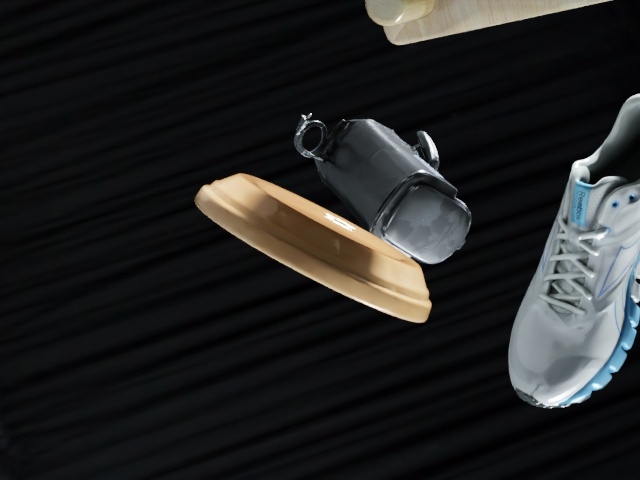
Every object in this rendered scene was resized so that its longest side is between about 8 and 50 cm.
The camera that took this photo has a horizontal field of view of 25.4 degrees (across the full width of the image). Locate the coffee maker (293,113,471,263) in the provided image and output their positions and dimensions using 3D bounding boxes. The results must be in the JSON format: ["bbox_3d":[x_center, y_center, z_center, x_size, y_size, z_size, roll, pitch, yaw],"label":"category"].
[{"bbox_3d":[0.069,-0.060,1.663,0.178,0.171,0.120,-129,-131,-57],"label":"coffee maker"}]

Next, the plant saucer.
[{"bbox_3d":[0.000,0.000,1.081,0.037,0.200,0.200,-62,-159,6],"label":"plant saucer"}]

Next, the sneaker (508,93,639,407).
[{"bbox_3d":[0.151,0.001,0.797,0.071,0.191,0.083,21,-10,39],"label":"sneaker"}]

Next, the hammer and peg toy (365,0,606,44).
[{"bbox_3d":[0.125,-0.338,1.013,0.265,0.127,0.361,-7,-79,33],"label":"hammer and peg toy"}]
